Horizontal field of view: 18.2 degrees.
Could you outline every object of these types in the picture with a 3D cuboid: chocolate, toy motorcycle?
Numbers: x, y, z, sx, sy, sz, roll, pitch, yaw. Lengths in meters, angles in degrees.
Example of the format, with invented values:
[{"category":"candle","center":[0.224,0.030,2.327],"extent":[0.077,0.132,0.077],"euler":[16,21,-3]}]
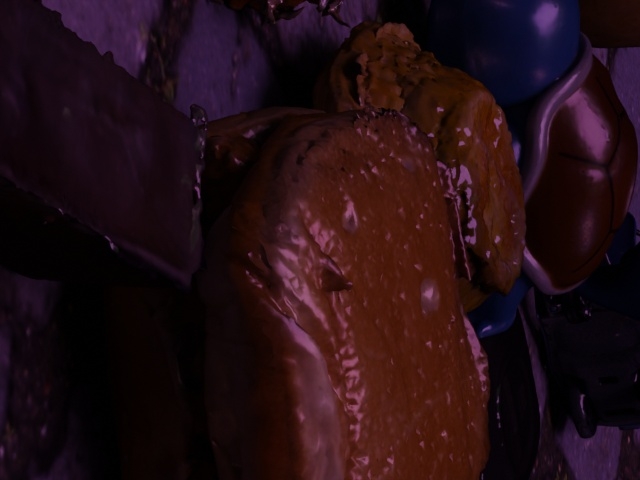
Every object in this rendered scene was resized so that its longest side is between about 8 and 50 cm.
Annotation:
[{"category":"chocolate","center":[-0.173,-0.056,1.003],"extent":[0.321,0.112,0.112],"euler":[34,55,-61]},{"category":"toy motorcycle","center":[0.292,0.063,2.098],"extent":[0.358,0.125,0.213],"euler":[63,25,-49]}]

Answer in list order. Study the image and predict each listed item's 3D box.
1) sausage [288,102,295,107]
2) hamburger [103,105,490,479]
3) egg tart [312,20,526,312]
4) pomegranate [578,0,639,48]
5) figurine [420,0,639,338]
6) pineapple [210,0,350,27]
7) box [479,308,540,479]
[{"category":"sausage","center":[0.000,0.000,1.508],"extent":[0.029,0.029,0.223],"euler":[-51,134,-57]},{"category":"hamburger","center":[-0.008,0.069,1.263],"extent":[0.284,0.174,0.304],"euler":[-24,115,-53]},{"category":"egg tart","center":[0.082,-0.034,1.519],"extent":[0.294,0.123,0.294],"euler":[-5,90,-73]},{"category":"pomegranate","center":[0.287,-0.325,1.881],"extent":[0.307,0.307,0.307],"euler":[-2,90,-67]},{"category":"figurine","center":[0.190,-0.059,1.785],"extent":[0.416,0.243,0.298],"euler":[55,44,-20]},{"category":"pineapple","center":[-0.020,-0.212,1.427],"extent":[0.233,0.079,0.135],"euler":[-30,107,-58]},{"category":"box","center":[0.164,0.166,1.871],"extent":[0.201,0.042,0.212],"euler":[-60,142,-55]}]
